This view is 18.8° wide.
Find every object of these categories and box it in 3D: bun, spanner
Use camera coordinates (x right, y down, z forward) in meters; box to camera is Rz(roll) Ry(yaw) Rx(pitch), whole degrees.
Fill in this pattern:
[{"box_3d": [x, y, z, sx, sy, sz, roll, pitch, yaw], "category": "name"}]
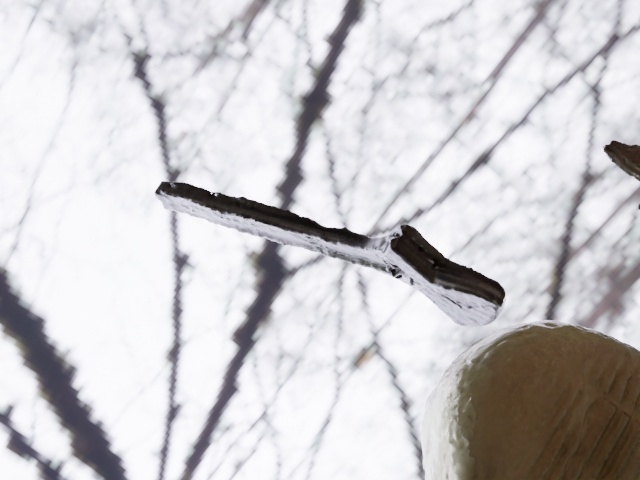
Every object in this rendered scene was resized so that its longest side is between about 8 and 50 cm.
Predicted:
[{"box_3d": [0.132, 0.135, 1.061, 0.188, 0.111, 0.164, 38, -116, -18], "category": "bun"}, {"box_3d": [0.000, 0.000, 1.365, 0.026, 0.325, 0.093, -57, -43, -18], "category": "spanner"}]

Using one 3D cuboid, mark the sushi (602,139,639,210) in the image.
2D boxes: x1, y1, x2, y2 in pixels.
[{"box_3d": [0.362, -0.023, 1.578, 0.273, 0.109, 0.134, 41, -152, -13], "category": "sushi"}]
